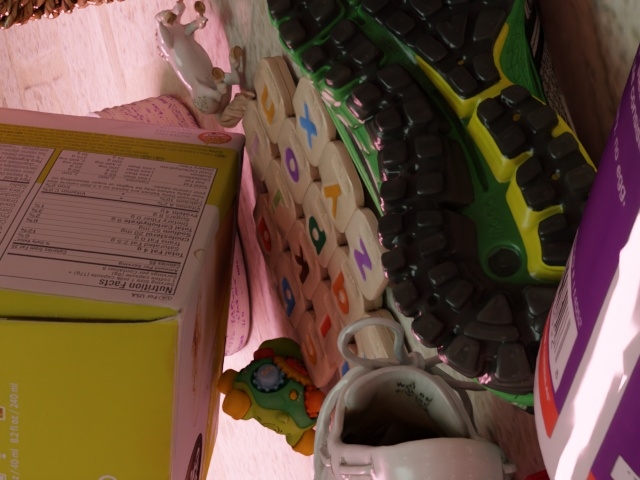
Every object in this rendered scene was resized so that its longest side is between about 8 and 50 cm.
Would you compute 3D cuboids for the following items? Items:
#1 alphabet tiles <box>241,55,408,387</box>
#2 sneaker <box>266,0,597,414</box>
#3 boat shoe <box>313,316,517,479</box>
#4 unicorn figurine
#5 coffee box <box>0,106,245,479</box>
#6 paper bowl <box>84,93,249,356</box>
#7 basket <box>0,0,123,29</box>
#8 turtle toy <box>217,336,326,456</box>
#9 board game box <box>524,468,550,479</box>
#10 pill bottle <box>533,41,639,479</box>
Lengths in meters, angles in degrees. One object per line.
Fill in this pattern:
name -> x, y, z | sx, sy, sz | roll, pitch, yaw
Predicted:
alphabet tiles -> 0.000, 0.000, 1.223 | 0.278, 0.021, 0.284 | 114, 137, -63
sneaker -> 0.066, -0.060, 0.791 | 0.146, 0.134, 0.344 | 54, -160, -59
boat shoe -> 0.053, 0.122, 0.931 | 0.367, 0.135, 0.156 | -40, -54, -88
unicorn figurine -> -0.113, -0.167, 1.356 | 0.111, 0.060, 0.162 | 128, 124, -68
coffee box -> -0.261, 0.103, 1.316 | 0.334, 0.338, 0.338 | -80, -4, -62
paper bowl -> -0.188, 0.000, 1.595 | 0.284, 0.148, 0.284 | 165, 90, -72
basket -> -0.261, -0.361, 1.372 | 0.213, 0.223, 0.299 | 97, 153, -51
turtle toy -> -0.037, 0.128, 1.357 | 0.066, 0.095, 0.130 | -57, 16, 10
board game box -> 0.150, 0.153, 0.878 | 0.133, 0.033, 0.169 | -130, 29, -53
pill bottle -> 0.172, -0.024, 0.413 | 0.323, 0.181, 0.181 | 98, 151, -51
